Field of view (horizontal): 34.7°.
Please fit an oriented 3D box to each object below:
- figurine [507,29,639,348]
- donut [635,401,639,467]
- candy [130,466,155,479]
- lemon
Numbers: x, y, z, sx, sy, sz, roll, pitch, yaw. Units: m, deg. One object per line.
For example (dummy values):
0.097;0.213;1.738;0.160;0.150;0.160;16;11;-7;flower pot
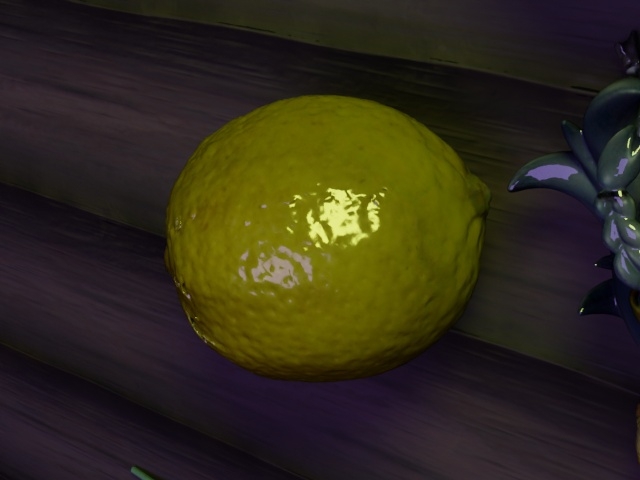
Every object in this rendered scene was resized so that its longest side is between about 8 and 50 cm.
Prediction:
0.263;-0.018;0.713;0.265;0.197;0.175;46;166;7;figurine
0.331;0.169;0.808;0.178;0.065;0.162;-1;111;36;donut
-0.138;0.344;1.253;0.288;0.078;0.084;22;160;39;candy
0.000;0.000;0.857;0.267;0.267;0.267;16;119;31;lemon
